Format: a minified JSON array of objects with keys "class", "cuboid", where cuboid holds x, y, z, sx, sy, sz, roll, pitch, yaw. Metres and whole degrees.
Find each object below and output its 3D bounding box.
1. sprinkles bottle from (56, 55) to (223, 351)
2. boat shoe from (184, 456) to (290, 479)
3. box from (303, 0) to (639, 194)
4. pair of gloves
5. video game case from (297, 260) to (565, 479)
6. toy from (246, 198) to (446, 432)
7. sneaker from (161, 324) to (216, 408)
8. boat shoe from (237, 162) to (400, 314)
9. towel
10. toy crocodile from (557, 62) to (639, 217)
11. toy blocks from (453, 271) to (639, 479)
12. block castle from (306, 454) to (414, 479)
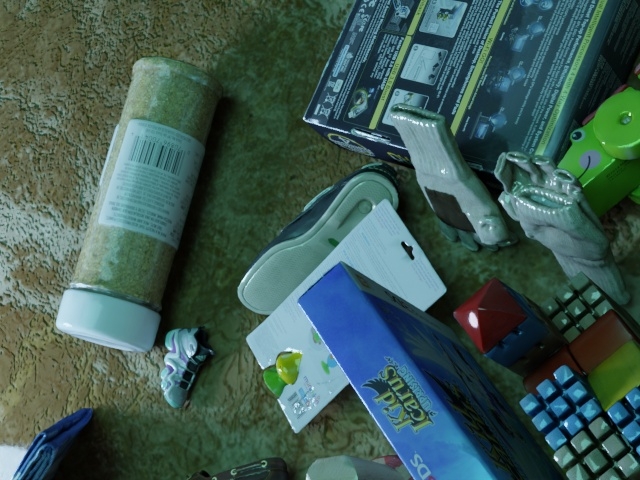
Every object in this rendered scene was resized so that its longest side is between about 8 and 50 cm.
[{"class":"sprinkles bottle","cuboid":[-0.221,-0.045,1.378,0.121,0.121,0.355,6,75,34]},{"class":"boat shoe","cuboid":[-0.123,0.289,1.223,0.207,0.073,0.073,-16,62,19]},{"class":"box","cuboid":[0.193,-0.259,1.210,0.318,0.097,0.395,19,83,38]},{"class":"pair of gloves","cuboid":[0.177,-0.028,1.067,0.240,0.204,0.042,28,72,40]},{"class":"video game case","cuboid":[0.121,0.161,1.002,0.061,0.244,0.269,-43,55,11]},{"class":"toy","cuboid":[0.033,0.086,1.205,0.237,0.056,0.137,-44,54,18]},{"class":"sneaker","cuboid":[-0.152,0.146,1.312,0.069,0.038,0.098,-16,65,28]},{"class":"boat shoe","cuboid":[0.000,0.000,1.262,0.233,0.084,0.079,-42,17,21]},{"class":"towel","cuboid":[-0.365,0.332,1.300,0.034,0.209,0.285,33,91,1]},{"class":"toy crocodile","cuboid":[0.340,-0.141,1.060,0.340,0.115,0.105,-44,48,9]},{"class":"toy blocks","cuboid":[0.263,0.161,0.903,0.191,0.261,0.381,-42,55,12]},{"class":"block castle","cuboid":[0.010,0.437,0.994,0.303,0.213,0.453,41,97,34]}]
